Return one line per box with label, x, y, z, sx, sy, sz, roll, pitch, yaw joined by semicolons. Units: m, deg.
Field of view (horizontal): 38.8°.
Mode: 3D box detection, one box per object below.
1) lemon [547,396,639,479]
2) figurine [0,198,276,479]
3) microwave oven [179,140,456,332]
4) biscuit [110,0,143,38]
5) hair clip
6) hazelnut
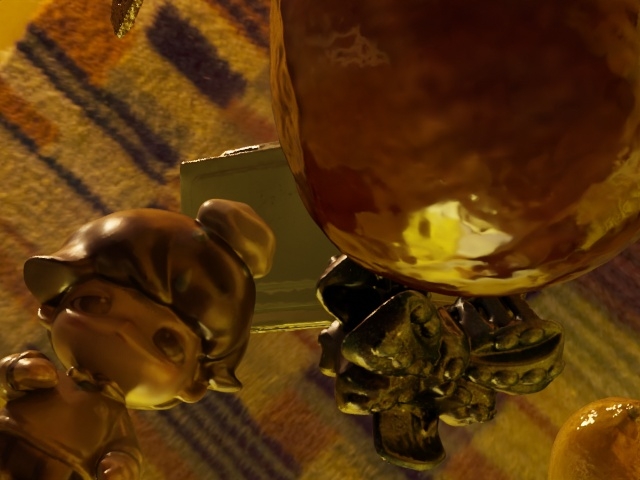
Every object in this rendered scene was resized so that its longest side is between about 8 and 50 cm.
lemon;0.403;0.316;1.232;0.186;0.187;0.244;3;115;13
figurine;-0.202;0.105;0.848;0.218;0.365;0.206;14;121;14
microwave oven;0.000;0.000;1.322;0.354;0.218;0.286;-8;80;28
biscuit;-0.276;-0.428;1.365;0.237;0.026;0.131;-52;47;45
hair clip;0.123;0.130;1.048;0.206;0.310;0.194;-57;36;26
hazelnut;0.146;-0.155;0.772;0.420;0.352;0.421;-13;68;34
